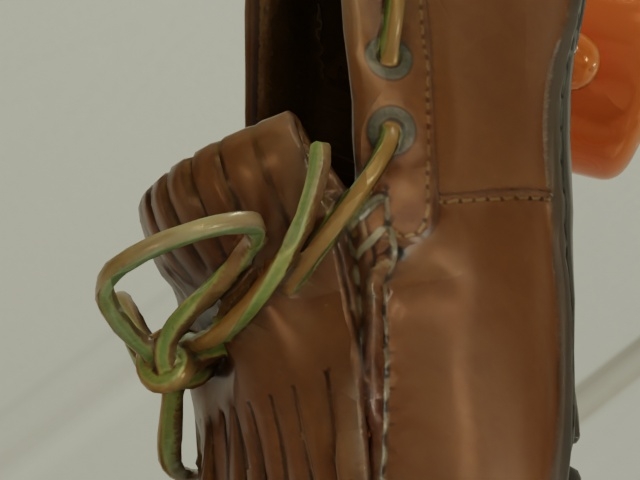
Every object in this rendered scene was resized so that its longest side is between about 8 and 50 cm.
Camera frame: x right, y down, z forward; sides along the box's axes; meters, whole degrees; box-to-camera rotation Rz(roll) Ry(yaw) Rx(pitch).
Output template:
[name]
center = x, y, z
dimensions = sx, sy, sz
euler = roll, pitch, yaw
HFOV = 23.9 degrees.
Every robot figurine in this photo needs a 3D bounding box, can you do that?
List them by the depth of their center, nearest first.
[robot figurine]
center = 0.098, -0.106, 0.760
dimensions = 0.219, 0.158, 0.128
euler = 14, -47, 4

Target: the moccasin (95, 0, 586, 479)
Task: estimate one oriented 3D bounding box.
[moccasin]
center = 0.001, 0.000, 0.448
dimensions = 0.147, 0.380, 0.139
euler = 12, -10, -19
